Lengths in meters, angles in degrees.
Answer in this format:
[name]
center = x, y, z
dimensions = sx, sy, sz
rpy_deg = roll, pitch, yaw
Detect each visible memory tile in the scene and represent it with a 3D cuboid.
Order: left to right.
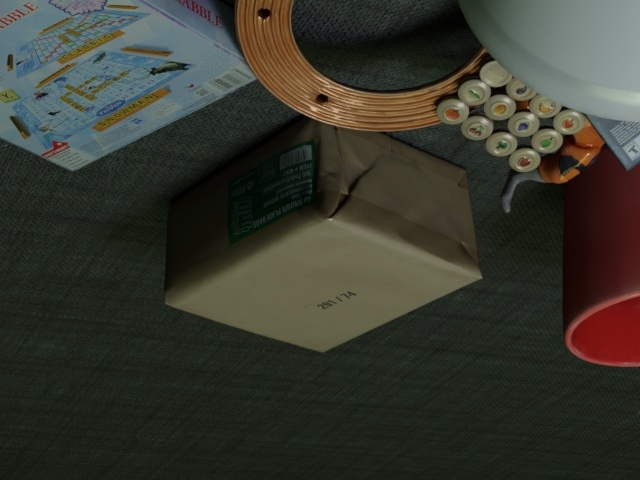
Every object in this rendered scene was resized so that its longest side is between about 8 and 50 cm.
[memory tile]
center = 0.213, -0.139, 1.726
dimensions = 0.148, 0.012, 0.113
rpy_deg = 31, 128, -24

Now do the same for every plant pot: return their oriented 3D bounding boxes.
[plant pot]
center = 0.441, 0.010, 2.073
dimensions = 0.275, 0.243, 0.275
rpy_deg = -5, 153, -2

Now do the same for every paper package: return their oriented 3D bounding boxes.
[paper package]
center = 0.000, 0.000, 2.057
dimensions = 0.309, 0.168, 0.325
rpy_deg = 19, 146, -40

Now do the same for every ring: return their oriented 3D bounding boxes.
[ring]
center = 0.077, -0.246, 1.644
dimensions = 0.337, 0.032, 0.336
rpy_deg = -3, 138, -2

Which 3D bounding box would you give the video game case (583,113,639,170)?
[video game case]
center = 0.335, -0.224, 1.637
dimensions = 0.196, 0.026, 0.274
rpy_deg = -37, 121, 10

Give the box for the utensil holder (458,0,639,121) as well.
[utensil holder]
center = 0.289, -0.337, 1.263
dimensions = 0.328, 0.327, 0.385
rpy_deg = -3, 151, -5

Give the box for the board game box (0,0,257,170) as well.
[board game box]
center = -0.277, -0.208, 1.697
dimensions = 0.319, 0.066, 0.318
rpy_deg = -22, 149, 31

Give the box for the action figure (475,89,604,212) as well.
[action figure]
center = 0.304, -0.203, 1.784
dimensions = 0.330, 0.178, 0.341
rpy_deg = -22, 120, 19
